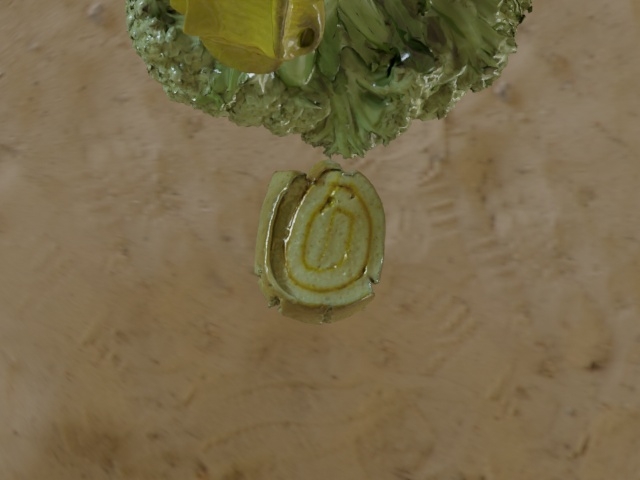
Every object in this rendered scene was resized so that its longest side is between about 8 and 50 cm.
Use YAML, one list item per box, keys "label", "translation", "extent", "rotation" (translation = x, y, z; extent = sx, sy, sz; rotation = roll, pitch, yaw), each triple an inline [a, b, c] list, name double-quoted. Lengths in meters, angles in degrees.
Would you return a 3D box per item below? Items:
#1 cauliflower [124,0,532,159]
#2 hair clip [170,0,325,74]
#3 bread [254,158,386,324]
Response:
- label: "cauliflower"
  translation: [0.016, -0.197, 1.240]
  extent: [0.272, 0.250, 0.275]
  rotation: [28, 79, 7]
- label: "hair clip"
  translation: [-0.028, -0.129, 0.667]
  extent: [0.072, 0.173, 0.046]
  rotation: [21, 57, 13]
- label: "bread"
  translation: [0.000, 0.000, 1.609]
  extent: [0.117, 0.064, 0.156]
  rotation: [14, 72, -12]
